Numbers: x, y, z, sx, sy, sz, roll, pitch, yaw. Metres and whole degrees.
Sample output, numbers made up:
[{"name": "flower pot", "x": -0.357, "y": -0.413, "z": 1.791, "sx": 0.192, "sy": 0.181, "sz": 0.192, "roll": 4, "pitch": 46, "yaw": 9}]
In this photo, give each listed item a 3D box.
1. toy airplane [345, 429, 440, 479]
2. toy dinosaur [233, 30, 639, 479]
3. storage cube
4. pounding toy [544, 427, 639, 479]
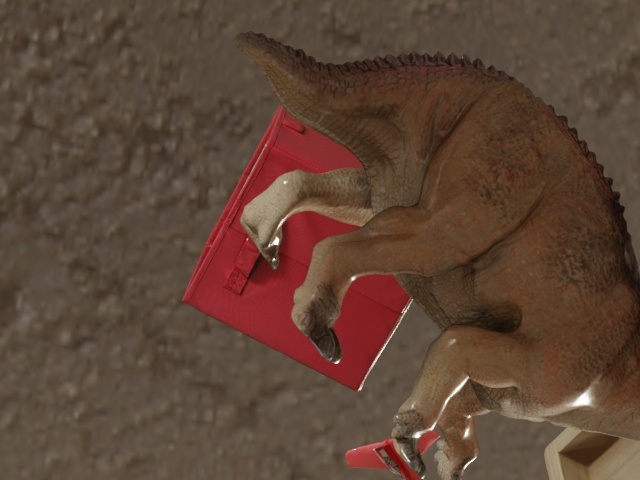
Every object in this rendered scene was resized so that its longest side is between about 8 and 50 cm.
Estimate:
[{"name": "toy airplane", "x": 0.070, "y": 0.178, "z": 1.199, "sx": 0.151, "sy": 0.028, "sz": 0.151, "roll": 1, "pitch": 133, "yaw": 1}, {"name": "toy dinosaur", "x": 0.092, "y": -0.001, "z": 0.747, "sx": 0.200, "sy": 0.127, "sz": 0.295, "roll": -38, "pitch": 99, "yaw": 2}, {"name": "storage cube", "x": 0.000, "y": 0.000, "z": 1.700, "sx": 0.193, "sy": 0.215, "sz": 0.183, "roll": 28, "pitch": 106, "yaw": -4}, {"name": "pounding toy", "x": 0.200, "y": 0.195, "z": 1.054, "sx": 0.094, "sy": 0.181, "sz": 0.206, "roll": 25, "pitch": 124, "yaw": -25}]
